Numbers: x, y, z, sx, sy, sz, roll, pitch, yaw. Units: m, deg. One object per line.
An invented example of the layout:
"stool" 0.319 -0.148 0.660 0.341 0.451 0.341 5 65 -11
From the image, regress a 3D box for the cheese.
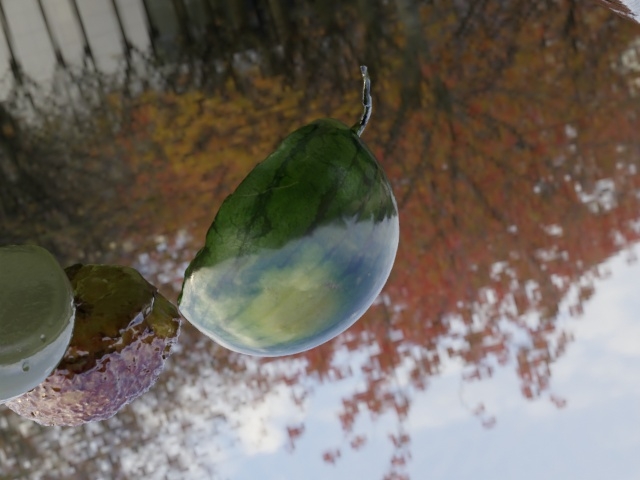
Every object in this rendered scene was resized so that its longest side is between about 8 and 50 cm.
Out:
"cheese" -0.328 0.075 1.279 0.202 0.175 0.091 -14 160 -44

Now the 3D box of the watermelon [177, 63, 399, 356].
"watermelon" -0.005 0.006 1.074 0.127 0.204 0.232 35 -117 20

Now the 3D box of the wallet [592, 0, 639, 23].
"wallet" 0.283 -0.311 1.463 0.197 0.051 0.377 34 -169 15

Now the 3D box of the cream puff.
"cream puff" -0.281 0.124 1.530 0.240 0.164 0.240 -16 -158 7
